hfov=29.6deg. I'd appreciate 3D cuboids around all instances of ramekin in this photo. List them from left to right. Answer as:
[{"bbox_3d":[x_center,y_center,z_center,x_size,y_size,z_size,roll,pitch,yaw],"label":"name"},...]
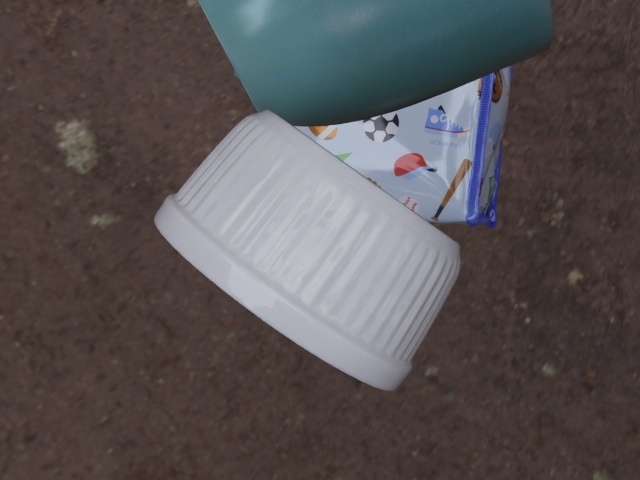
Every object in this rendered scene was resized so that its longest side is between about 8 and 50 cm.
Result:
[{"bbox_3d":[0.000,0.000,0.834,0.207,0.207,0.109,36,94,4],"label":"ramekin"}]

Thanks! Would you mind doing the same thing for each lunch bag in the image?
[{"bbox_3d":[0.091,-0.224,1.627,0.327,0.239,0.386,8,92,13],"label":"lunch bag"}]

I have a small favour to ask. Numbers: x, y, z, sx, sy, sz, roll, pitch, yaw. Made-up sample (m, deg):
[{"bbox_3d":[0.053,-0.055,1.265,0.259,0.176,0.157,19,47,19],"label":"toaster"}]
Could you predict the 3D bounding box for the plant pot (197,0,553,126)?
[{"bbox_3d":[0.013,-0.228,0.978,0.235,0.293,0.293,-28,101,0],"label":"plant pot"}]
